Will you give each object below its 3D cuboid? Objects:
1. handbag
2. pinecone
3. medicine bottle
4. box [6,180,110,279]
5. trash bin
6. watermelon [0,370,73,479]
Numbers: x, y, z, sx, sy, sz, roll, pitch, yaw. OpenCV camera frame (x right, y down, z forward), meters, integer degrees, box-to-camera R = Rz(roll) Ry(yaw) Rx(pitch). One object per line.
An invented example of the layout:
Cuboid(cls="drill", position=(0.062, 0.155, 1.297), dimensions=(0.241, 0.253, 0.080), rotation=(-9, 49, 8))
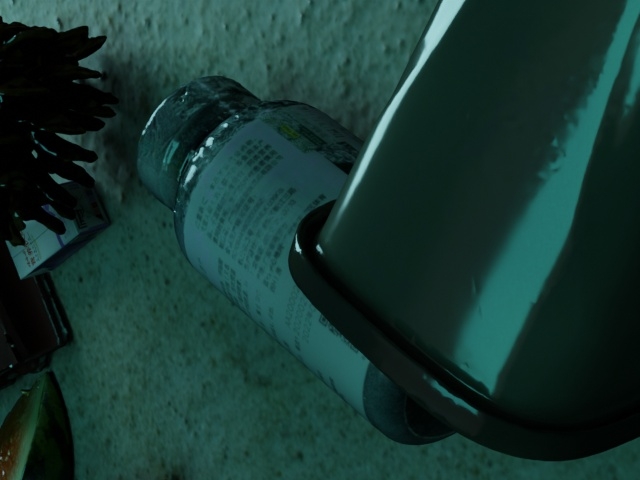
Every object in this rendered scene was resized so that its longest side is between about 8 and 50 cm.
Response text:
Cuboid(cls="handbag", position=(-0.360, 0.022, 1.633), dimensions=(0.260, 0.084, 0.276), rotation=(-28, 81, 47))
Cuboid(cls="pinecone", position=(-0.254, -0.086, 1.378), dimensions=(0.207, 0.207, 0.208), rotation=(18, 115, 44))
Cuboid(cls="medicine bottle", position=(0.000, 0.000, 1.163), dimensions=(0.293, 0.141, 0.141), rotation=(39, 128, 34))
Cuboid(cls="box", position=(-0.228, -0.010, 1.501), dimensions=(0.117, 0.036, 0.051), rotation=(-30, 79, 50))
Cuboid(cls="trash bin", position=(0.140, -0.053, 0.938), dimensions=(0.220, 0.219, 0.250), rotation=(40, 123, 31))
Cuboid(cls="watermelon", position=(-0.290, 0.228, 1.639), dimensions=(0.245, 0.063, 0.119), rotation=(-59, 45, 42))
